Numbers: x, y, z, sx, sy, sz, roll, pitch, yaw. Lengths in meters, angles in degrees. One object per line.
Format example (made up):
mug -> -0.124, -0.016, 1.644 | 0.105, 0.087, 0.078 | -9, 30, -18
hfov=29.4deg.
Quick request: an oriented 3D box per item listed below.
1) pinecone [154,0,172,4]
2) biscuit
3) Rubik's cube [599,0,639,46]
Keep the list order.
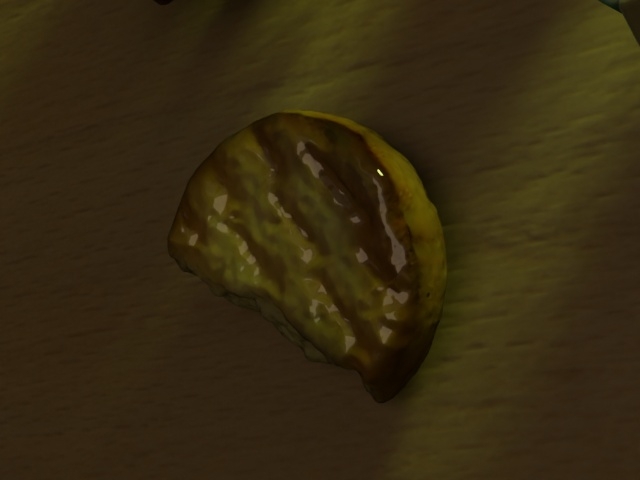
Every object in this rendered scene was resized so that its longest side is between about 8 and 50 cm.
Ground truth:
pinecone -> -0.139, -0.413, 1.051 | 0.385, 0.384, 0.384 | -4, 83, 34
biscuit -> 0.001, 0.000, 1.052 | 0.274, 0.091, 0.213 | 39, 109, 33
Rubik's cube -> 0.308, -0.185, 0.776 | 0.265, 0.213, 0.224 | -7, 79, 40
